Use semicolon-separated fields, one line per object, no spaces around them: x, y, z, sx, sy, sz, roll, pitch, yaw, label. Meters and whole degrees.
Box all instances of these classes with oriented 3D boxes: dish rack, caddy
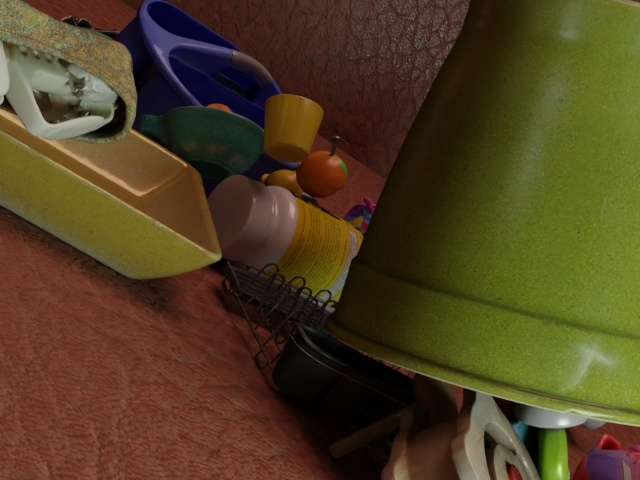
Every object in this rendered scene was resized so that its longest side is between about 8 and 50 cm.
0.008;0.103;1.268;0.208;0.074;0.271;30;15;-30;dish rack
-0.154;-0.192;1.654;0.341;0.179;0.241;25;32;-53;caddy

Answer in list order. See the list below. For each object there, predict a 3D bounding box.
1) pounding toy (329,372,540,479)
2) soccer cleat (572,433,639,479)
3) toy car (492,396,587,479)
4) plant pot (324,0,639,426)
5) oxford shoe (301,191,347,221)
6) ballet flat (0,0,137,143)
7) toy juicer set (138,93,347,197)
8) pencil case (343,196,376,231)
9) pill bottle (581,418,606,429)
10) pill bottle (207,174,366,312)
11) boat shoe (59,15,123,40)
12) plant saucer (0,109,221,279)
0.104;0.226;1.050;0.154;0.154;0.269;62;17;-8;pounding toy
0.384;0.287;1.404;0.083;0.095;0.248;30;-11;-17;soccer cleat
0.208;0.219;1.277;0.136;0.159;0.182;-1;12;-1;toy car
0.222;-0.046;1.136;0.366;0.353;0.366;13;3;-1;plant pot
0.000;0.000;1.782;0.212;0.076;0.076;43;-31;-10;oxford shoe
-0.276;-0.149;1.030;0.123;0.123;0.348;40;13;25;ballet flat
-0.115;-0.111;1.499;0.328;0.090;0.209;-1;-22;28;toy juicer set
0.135;0.018;2.025;0.236;0.104;0.104;29;11;-37;pencil case
0.306;0.143;1.779;0.318;0.176;0.176;34;10;-4;pill bottle
-0.040;0.004;1.467;0.208;0.119;0.119;27;13;-39;pill bottle
-0.362;-0.296;1.782;0.219;0.070;0.077;14;1;25;boat shoe
-0.272;-0.084;1.234;0.332;0.081;0.333;31;11;-18;plant saucer
